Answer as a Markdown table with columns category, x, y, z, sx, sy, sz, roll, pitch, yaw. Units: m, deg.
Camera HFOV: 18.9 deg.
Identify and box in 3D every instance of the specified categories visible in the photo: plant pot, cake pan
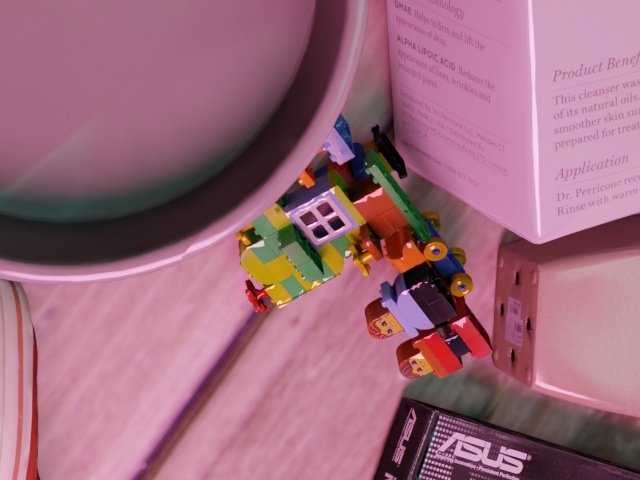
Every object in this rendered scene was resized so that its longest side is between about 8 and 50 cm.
| category | x | y | z | sx | sy | sz | roll | pitch | yaw |
| --- | --- | --- | --- | --- | --- | --- | --- | --- | --- |
| plant pot | 0.158 | 0.044 | 1.122 | 0.096 | 0.109 | 0.109 | 1 | 98 | -14 |
| cake pan | -0.124 | -0.126 | 0.923 | 0.293 | 0.054 | 0.293 | -1 | 104 | -3 |

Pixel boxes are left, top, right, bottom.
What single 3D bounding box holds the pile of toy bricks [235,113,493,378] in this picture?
| category | x | y | z | sx | sy | sz | roll | pitch | yaw |
| --- | --- | --- | --- | --- | --- | --- | --- | --- | --- |
| pile of toy bricks | 0.000 | 0.000 | 1.043 | 0.105 | 0.118 | 0.212 | -29 | 124 | 14 |

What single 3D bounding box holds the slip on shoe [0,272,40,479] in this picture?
| category | x | y | z | sx | sy | sz | roll | pitch | yaw |
| --- | --- | --- | --- | --- | --- | --- | --- | --- | --- |
| slip on shoe | -0.182 | 0.171 | 0.978 | 0.101 | 0.123 | 0.331 | -5 | 97 | -59 |

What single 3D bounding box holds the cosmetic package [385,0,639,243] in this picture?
| category | x | y | z | sx | sy | sz | roll | pitch | yaw |
| --- | --- | --- | --- | --- | --- | --- | --- | --- | --- |
| cosmetic package | 0.152 | -0.217 | 1.004 | 0.217 | 0.156 | 0.385 | -15 | 115 | -24 |

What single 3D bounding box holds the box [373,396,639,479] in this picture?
| category | x | y | z | sx | sy | sz | roll | pitch | yaw |
| --- | --- | --- | --- | --- | --- | --- | --- | --- | --- |
| box | 0.104 | 0.206 | 1.151 | 0.191 | 0.045 | 0.184 | 20 | 91 | -28 |
